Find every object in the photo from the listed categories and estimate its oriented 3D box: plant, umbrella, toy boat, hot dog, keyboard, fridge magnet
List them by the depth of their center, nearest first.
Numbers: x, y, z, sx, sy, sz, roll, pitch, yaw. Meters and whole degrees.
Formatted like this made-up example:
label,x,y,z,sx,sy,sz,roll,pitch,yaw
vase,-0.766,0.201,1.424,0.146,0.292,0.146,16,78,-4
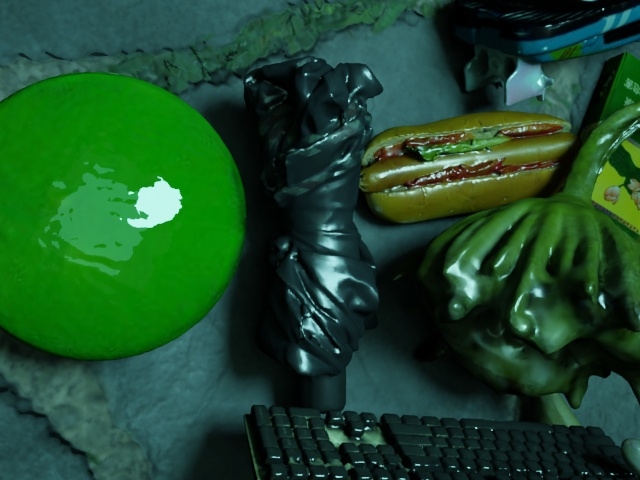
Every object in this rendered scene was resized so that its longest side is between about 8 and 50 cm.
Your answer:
label,x,y,z,sx,sy,sz,roll,pitch,yaw
fridge magnet,-0.157,-0.018,0.520,0.208,0.088,0.207,2,84,-19
keyboard,0.103,0.164,0.534,0.317,0.106,0.027,8,110,-17
umbrella,0.000,-0.001,0.561,0.110,0.122,0.272,-3,96,4
plant,0.217,0.002,0.624,0.251,0.180,0.333,17,49,21
hot dog,0.133,-0.067,0.646,0.236,0.062,0.092,-13,93,-20
toy boat,0.271,-0.217,0.696,0.299,0.134,0.092,-22,126,-21

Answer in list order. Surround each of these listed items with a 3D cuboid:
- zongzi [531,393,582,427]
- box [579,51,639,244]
label,x,y,z,sx,sy,sz,roll,pitch,yaw
zongzi,0.176,0.319,0.606,0.289,0.154,0.317,-29,72,-15
box,0.309,-0.058,0.724,0.132,0.034,0.235,28,75,-16
